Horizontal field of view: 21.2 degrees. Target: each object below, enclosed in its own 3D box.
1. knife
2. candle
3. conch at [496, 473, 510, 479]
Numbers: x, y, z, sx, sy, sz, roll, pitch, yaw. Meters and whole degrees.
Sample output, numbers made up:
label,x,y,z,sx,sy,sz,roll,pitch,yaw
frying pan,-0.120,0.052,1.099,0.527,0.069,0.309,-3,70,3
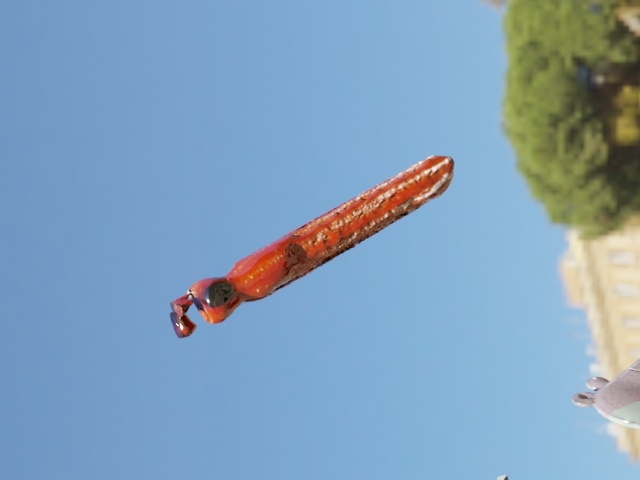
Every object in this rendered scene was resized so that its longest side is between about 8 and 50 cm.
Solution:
label,x,y,z,sx,sy,sz,roll,pitch,yaw
knife,0.451,0.149,2.141,0.399,0.132,0.038,-30,-51,-49
candle,0.000,0.000,1.652,0.329,0.051,0.048,-30,-65,-20
conch,0.148,0.218,1.023,0.106,0.173,0.116,-52,11,2
